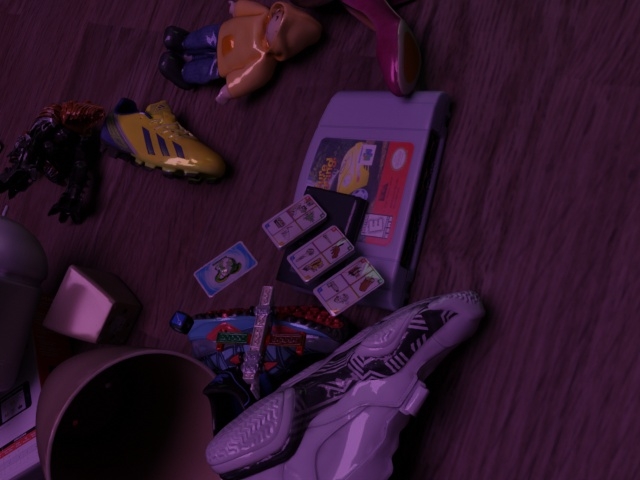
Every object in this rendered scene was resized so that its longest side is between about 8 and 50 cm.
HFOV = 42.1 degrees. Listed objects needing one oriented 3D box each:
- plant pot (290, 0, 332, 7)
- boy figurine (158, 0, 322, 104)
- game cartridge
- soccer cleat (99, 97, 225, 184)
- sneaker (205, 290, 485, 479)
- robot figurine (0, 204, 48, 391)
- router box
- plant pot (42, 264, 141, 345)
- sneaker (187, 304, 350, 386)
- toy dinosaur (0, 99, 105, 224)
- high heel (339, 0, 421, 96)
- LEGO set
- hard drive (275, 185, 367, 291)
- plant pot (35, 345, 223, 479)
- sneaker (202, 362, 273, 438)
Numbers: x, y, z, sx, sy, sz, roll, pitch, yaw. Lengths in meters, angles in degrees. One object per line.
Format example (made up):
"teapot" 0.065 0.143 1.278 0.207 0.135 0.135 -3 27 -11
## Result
"plant pot" -0.034 -0.500 1.170 0.263 0.229 0.263 -28 47 35
"boy figurine" -0.125 -0.299 1.299 0.285 0.092 0.177 0 74 40
"game cartridge" 0.056 -0.062 1.118 0.196 0.060 0.294 7 80 41
"soccer cleat" -0.257 -0.168 1.349 0.289 0.093 0.121 20 91 39
"sneaker" 0.069 0.222 0.965 0.366 0.137 0.210 -33 89 -7
"robot figurine" -0.553 0.106 1.307 0.300 0.200 0.353 0 73 64
"router box" -0.558 0.295 1.430 0.335 0.082 0.301 -32 59 24
"plant pot" -0.355 0.114 1.332 0.096 0.109 0.109 26 92 25
"sneaker" -0.065 0.153 1.127 0.262 0.104 0.125 -5 92 38
"toy dinosaur" -0.471 -0.168 1.457 0.322 0.164 0.218 133 150 -61
"high heel" 0.070 -0.281 1.140 0.117 0.082 0.244 -13 58 22
"LEGO set" -0.063 0.073 1.045 0.244 0.060 0.182 -35 54 -8
"hard drive" 0.000 0.000 1.092 0.094 0.022 0.135 15 86 39
"plant pot" -0.293 0.251 1.172 0.274 0.256 0.256 11 82 56
"sneaker" -0.084 0.273 1.048 0.081 0.090 0.232 -23 87 33
